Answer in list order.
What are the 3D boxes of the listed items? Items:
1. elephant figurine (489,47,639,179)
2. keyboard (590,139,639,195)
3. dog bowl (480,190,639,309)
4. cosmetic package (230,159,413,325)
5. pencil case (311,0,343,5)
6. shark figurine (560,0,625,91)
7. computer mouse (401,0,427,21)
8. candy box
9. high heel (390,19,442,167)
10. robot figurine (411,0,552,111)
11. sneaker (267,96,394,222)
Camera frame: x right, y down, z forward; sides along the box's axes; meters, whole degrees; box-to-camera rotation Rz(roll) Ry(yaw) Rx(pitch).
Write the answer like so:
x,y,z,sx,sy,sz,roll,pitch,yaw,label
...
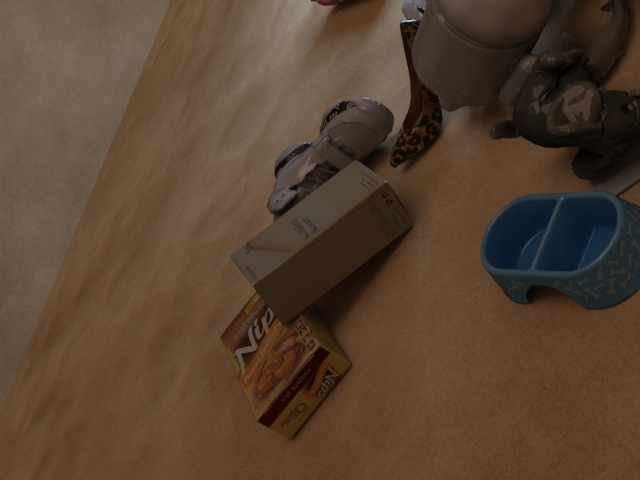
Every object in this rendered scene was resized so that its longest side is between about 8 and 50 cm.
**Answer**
x,y,z,sx,sy,sz,roll,pitch,yaw,label
0.400,-0.177,1.468,0.239,0.169,0.186,-123,42,-50,elephant figurine
0.499,-0.145,1.440,0.256,0.014,0.072,-40,37,29,keyboard
0.349,0.007,1.449,0.297,0.074,0.166,0,61,58,dog bowl
0.000,0.000,1.867,0.309,0.113,0.160,-37,29,-6,cosmetic package
0.078,-0.682,2.543,0.284,0.124,0.124,1,61,57,pencil case
0.434,-0.324,1.622,0.278,0.116,0.166,-60,30,-3,shark figurine
0.221,-0.512,2.222,0.106,0.042,0.193,-52,28,11,computer mouse
-0.074,0.208,1.888,0.183,0.087,0.316,-51,29,7,candy box
0.164,-0.286,1.922,0.261,0.186,0.093,-56,28,1,high heel
0.276,-0.370,1.721,0.199,0.300,0.353,-29,-19,-22,robot figurine
0.014,-0.136,2.065,0.366,0.137,0.210,-31,37,47,sneaker
